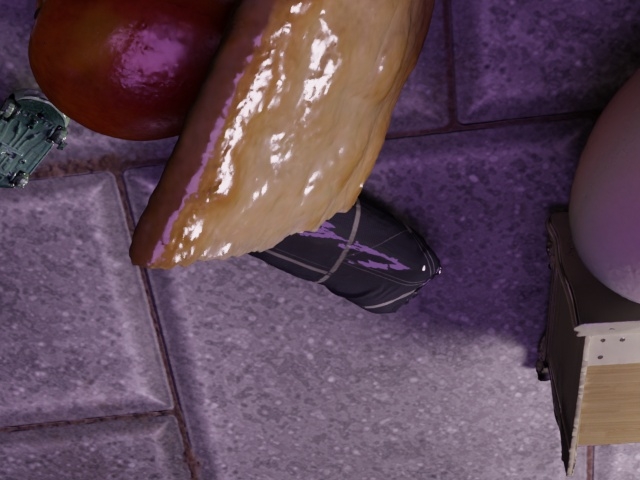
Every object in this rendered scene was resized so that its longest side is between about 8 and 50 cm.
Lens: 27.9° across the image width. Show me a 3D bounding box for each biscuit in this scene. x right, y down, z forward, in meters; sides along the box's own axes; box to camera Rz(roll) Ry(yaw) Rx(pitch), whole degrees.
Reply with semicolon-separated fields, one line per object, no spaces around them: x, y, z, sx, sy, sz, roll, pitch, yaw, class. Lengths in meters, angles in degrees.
0.002;-0.170;1.437;0.104;0.429;0.446;31;104;23;biscuit

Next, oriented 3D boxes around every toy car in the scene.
-0.383;-0.133;1.642;0.093;0.058;0.186;30;133;-23;toy car

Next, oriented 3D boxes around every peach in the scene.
-0.192;-0.227;1.462;0.281;0.238;0.281;4;154;2;peach

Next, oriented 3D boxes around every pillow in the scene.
0.000;0.000;1.740;0.335;0.092;0.161;24;127;-18;pillow

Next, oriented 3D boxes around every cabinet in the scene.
0.462;0.138;1.782;0.290;0.227;0.318;-4;132;0;cabinet

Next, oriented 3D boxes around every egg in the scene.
0.459;-0.066;1.535;0.340;0.354;0.354;-25;125;12;egg
